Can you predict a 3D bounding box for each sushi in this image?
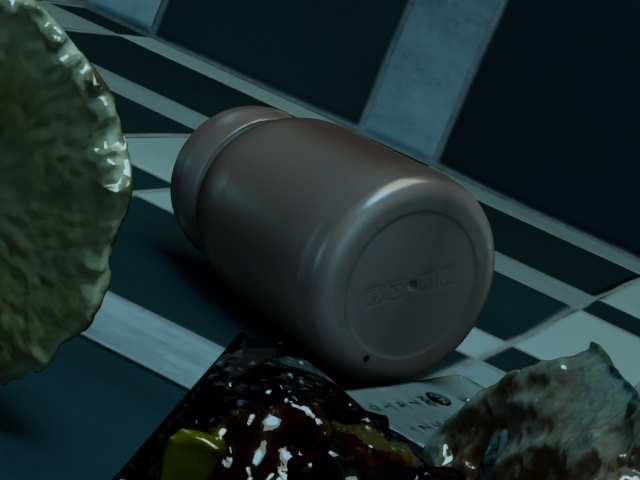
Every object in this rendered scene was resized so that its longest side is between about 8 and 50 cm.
[{"bbox_3d":[-0.004,0.142,0.875,0.172,0.153,0.150,42,-11,-4],"label":"sushi"}]

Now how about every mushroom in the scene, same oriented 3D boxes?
[{"bbox_3d":[-0.195,-0.010,1.021,0.208,0.233,0.301,8,14,-26],"label":"mushroom"}]

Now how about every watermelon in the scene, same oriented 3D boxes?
[{"bbox_3d":[0.162,0.183,0.948,0.302,0.151,0.264,43,6,-26],"label":"watermelon"}]

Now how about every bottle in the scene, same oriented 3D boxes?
[{"bbox_3d":[0.000,0.000,1.605,0.297,0.173,0.206,29,-18,52],"label":"bottle"}]

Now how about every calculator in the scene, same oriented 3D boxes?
[{"bbox_3d":[0.119,0.148,1.465,0.161,0.021,0.261,27,12,23],"label":"calculator"}]
